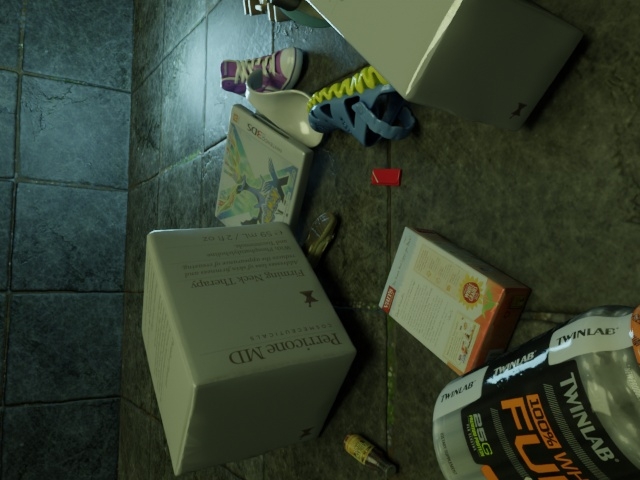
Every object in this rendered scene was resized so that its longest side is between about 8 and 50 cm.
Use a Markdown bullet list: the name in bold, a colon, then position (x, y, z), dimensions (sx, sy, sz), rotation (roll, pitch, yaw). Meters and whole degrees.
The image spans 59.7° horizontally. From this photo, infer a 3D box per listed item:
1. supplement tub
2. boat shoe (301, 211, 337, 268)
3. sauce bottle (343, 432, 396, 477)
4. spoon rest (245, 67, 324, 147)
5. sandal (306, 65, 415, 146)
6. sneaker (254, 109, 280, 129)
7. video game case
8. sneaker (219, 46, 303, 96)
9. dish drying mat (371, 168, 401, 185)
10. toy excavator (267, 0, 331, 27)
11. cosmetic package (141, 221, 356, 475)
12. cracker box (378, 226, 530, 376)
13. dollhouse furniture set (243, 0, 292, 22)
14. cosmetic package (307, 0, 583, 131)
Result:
- **supplement tub**: position (0.293, 0.199, 0.638), dimensions (0.316, 0.193, 0.194), rotation (-47, 49, 44)
- **boat shoe**: position (0.000, 0.002, 1.253), dimensions (0.153, 0.048, 0.056), rotation (-61, 34, 24)
- **sauce bottle**: position (0.094, 0.409, 1.064), dimensions (0.128, 0.042, 0.042), rotation (10, 96, 56)
- **spoon rest**: position (-0.089, -0.317, 1.318), dimensions (0.276, 0.084, 0.137), rotation (40, 143, 30)
- **sandal**: position (0.077, -0.245, 1.087), dimensions (0.317, 0.126, 0.138), rotation (-3, 101, 62)
- **sneaker**: position (-0.145, -0.235, 1.474), dimensions (0.086, 0.085, 0.238), rotation (-59, -23, -70)
- **video game case**: position (-0.155, -0.133, 1.405), dimensions (0.300, 0.036, 0.329), rotation (38, 127, 35)
- **sneaker**: position (-0.169, -0.432, 1.442), dimensions (0.282, 0.160, 0.102), rotation (-11, 76, 55)
- **dish drying mat**: position (0.128, -0.124, 1.092), dimensions (0.083, 0.008, 0.032), rotation (12, 96, 57)
- **toy excavator**: position (0.002, -0.694, 1.186), dimensions (0.433, 0.222, 0.445), rotation (-69, 28, 22)
- **cosmetic package**: position (-0.181, 0.213, 1.200), dimensions (0.394, 0.329, 0.328), rotation (59, 143, 39)
- **cracker box**: position (0.204, 0.093, 0.901), dimensions (0.232, 0.067, 0.156), rotation (39, 119, 50)
- **dollhouse furniture set**: position (-0.094, -0.690, 1.413), dimensions (0.212, 0.160, 0.242), rotation (40, 142, 51)
- **cosmetic package**: position (0.140, -0.367, 0.855), dimensions (0.162, 0.229, 0.453), rotation (-61, 41, 31)
